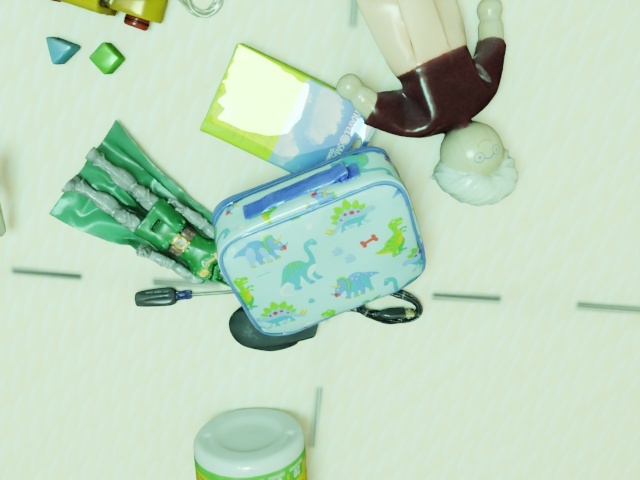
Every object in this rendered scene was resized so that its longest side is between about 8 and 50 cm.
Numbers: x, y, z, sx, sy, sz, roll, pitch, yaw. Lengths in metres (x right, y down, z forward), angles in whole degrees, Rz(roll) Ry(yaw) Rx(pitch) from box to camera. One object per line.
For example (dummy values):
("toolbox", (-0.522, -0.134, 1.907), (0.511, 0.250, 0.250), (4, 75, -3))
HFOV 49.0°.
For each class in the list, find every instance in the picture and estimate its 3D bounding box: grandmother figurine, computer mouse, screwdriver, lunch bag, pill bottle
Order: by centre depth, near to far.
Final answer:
("grandmother figurine", (0.116, -0.190, 0.749), (0.207, 0.104, 0.342), (-26, 103, 1))
("lunch bag", (0.000, 0.000, 0.778), (0.219, 0.090, 0.176), (-23, 133, 3))
("computer mouse", (0.006, 0.097, 0.864), (0.242, 0.041, 0.071), (-8, 104, 3))
("screwdriver", (-0.146, 0.066, 0.874), (0.169, 0.025, 0.024), (-5, 105, -7))
("pill bottle", (-0.082, 0.351, 0.886), (0.136, 0.136, 0.246), (-2, 105, 2))

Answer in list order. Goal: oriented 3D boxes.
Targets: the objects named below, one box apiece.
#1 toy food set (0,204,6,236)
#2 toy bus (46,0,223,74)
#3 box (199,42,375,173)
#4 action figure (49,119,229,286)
("toy food set", (-0.463, -0.069, 0.819), (0.217, 0.071, 0.128), (1, 129, 3))
("toy bus", (-0.236, -0.284, 0.730), (0.202, 0.104, 0.191), (-27, 104, 8))
("box", (-0.033, -0.137, 0.799), (0.178, 0.042, 0.109), (25, 105, -7))
("action figure", (-0.185, -0.017, 0.829), (0.232, 0.063, 0.137), (36, 100, -12))
